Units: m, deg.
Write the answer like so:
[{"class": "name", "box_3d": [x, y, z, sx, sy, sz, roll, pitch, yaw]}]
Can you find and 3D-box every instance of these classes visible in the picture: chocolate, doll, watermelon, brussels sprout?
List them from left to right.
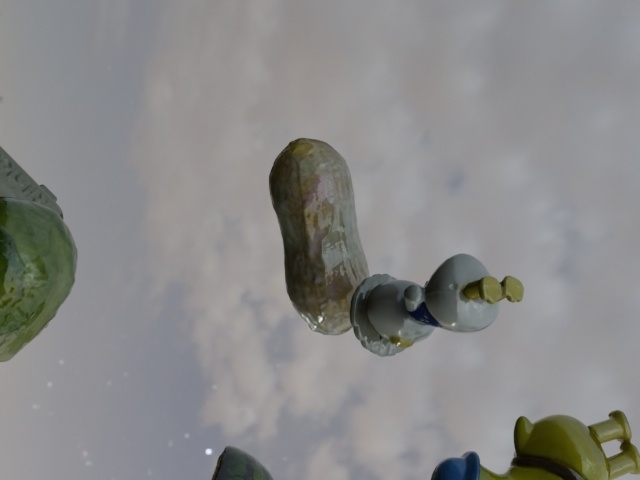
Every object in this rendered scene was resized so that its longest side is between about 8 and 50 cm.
[{"class": "brussels sprout", "box_3d": [-0.506, 0.063, 1.605, 0.219, 0.210, 0.271, 4, -104, 37]}, {"class": "watermelon", "box_3d": [-0.178, 0.483, 1.872, 0.303, 0.159, 0.128, -75, 148, -51]}, {"class": "chocolate", "box_3d": [0.000, 0.000, 1.495, 0.134, 0.134, 0.309, -148, -134, -66]}, {"class": "doll", "box_3d": [0.139, 0.088, 1.333, 0.293, 0.138, 0.119, -16, -111, 53]}, {"class": "doll", "box_3d": [0.328, 0.366, 1.528, 0.145, 0.363, 0.199, 126, -54, -67]}]

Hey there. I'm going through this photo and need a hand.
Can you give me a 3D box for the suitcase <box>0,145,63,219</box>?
[{"class": "suitcase", "box_3d": [-0.675, -0.044, 1.815, 0.194, 0.351, 0.339, -40, -174, 48]}]
